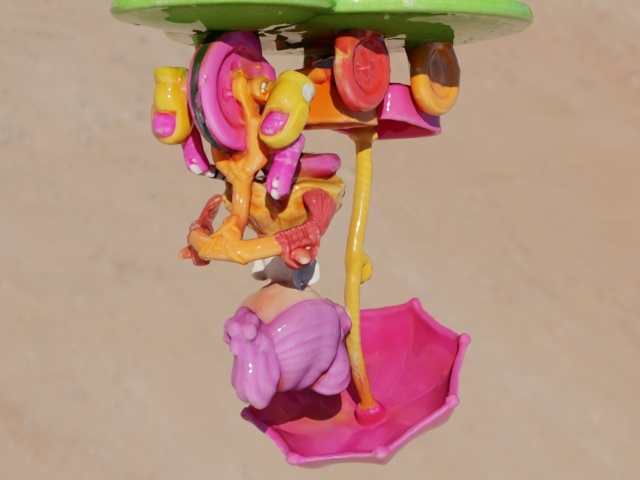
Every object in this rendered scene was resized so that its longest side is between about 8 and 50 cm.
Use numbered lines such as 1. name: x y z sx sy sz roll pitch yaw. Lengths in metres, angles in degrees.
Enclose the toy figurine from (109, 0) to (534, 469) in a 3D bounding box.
1. toy figurine: 0.000 0.000 0.607 0.173 0.130 0.159 -1 90 -57
